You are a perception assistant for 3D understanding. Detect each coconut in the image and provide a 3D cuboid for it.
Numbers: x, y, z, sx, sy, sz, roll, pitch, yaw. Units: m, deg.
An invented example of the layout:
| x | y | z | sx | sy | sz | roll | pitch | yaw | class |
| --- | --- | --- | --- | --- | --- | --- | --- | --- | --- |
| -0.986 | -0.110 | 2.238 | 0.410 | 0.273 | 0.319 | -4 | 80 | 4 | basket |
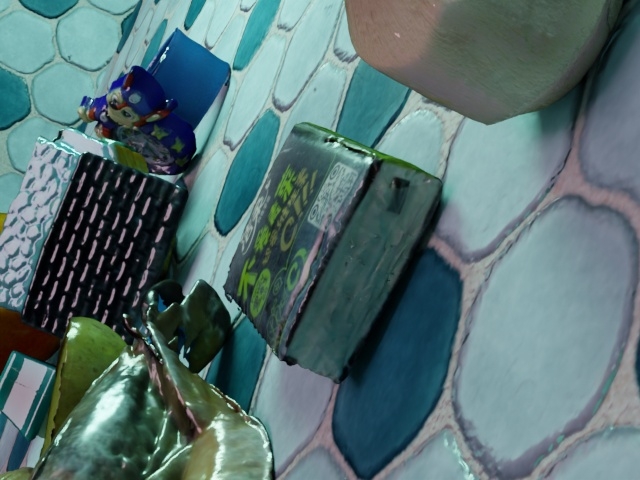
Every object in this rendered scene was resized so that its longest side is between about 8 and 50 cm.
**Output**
| x | y | z | sx | sy | sz | roll | pitch | yaw | class |
| --- | --- | --- | --- | --- | --- | --- | --- | --- | --- |
| 0.088 | -0.167 | 0.730 | 0.171 | 0.183 | 0.171 | -50 | 23 | 30 | coconut |

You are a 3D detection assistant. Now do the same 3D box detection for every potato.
| x | y | z | sx | sy | sz | roll | pitch | yaw | class |
| --- | --- | --- | --- | --- | --- | --- | --- | --- | --- |
| -0.254 | 0.224 | 1.308 | 0.160 | 0.111 | 0.271 | 168 | 110 | -76 | potato |

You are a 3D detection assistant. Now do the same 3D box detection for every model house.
| x | y | z | sx | sy | sz | roll | pitch | yaw | class |
| --- | --- | --- | --- | --- | --- | --- | --- | --- | --- |
| -0.255 | 0.008 | 1.517 | 0.241 | 0.226 | 0.261 | 19 | 88 | 34 | model house |
| -0.355 | 0.215 | 1.535 | 0.100 | 0.149 | 0.127 | -66 | 17 | -10 | model house |

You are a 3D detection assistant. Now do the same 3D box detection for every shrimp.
| x | y | z | sx | sy | sz | roll | pitch | yaw | class |
| --- | --- | --- | --- | --- | --- | --- | --- | --- | --- |
| -0.141 | 0.171 | 1.010 | 0.221 | 0.109 | 0.445 | -13 | 31 | 11 | shrimp |

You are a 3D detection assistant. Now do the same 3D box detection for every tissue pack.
| x | y | z | sx | sy | sz | roll | pitch | yaw | class |
| --- | --- | --- | --- | --- | --- | --- | --- | --- | --- |
| 0.000 | 0.000 | 0.943 | 0.173 | 0.073 | 0.235 | -65 | 18 | 3 | tissue pack |

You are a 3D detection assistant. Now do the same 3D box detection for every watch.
| x | y | z | sx | sy | sz | roll | pitch | yaw | class |
| --- | --- | --- | --- | --- | --- | --- | --- | --- | --- |
| -0.224 | -0.212 | 1.701 | 0.196 | 0.171 | 0.200 | -21 | 36 | 49 | watch |

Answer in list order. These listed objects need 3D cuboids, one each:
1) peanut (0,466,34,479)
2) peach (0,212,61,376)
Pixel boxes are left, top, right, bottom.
| x | y | z | sx | sy | sz | roll | pitch | yaw | class |
| --- | --- | --- | --- | --- | --- | --- | --- | --- | --- |
| -0.364 | 0.391 | 1.400 | 0.298 | 0.120 | 0.136 | -95 | 29 | -51 | peanut |
| -0.566 | 0.099 | 2.030 | 0.332 | 0.308 | 0.307 | -25 | 45 | 70 | peach |
